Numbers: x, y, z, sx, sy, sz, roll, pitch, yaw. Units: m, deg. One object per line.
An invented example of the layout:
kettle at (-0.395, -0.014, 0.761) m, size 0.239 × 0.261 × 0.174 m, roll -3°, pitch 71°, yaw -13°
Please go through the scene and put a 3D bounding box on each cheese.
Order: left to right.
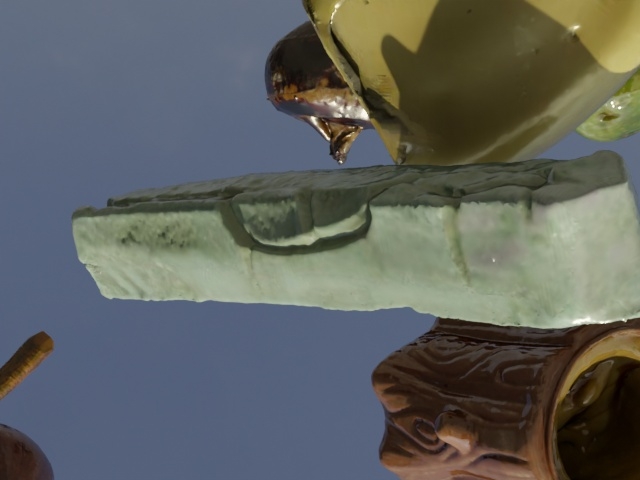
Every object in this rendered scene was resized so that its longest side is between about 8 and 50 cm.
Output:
cheese at (0.156, -0.203, 0.894) m, size 0.259 × 0.315 × 0.128 m, roll 52°, pitch -152°, yaw -15°

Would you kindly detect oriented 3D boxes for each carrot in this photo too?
carrot at (-0.464, 0.202, 1.565) m, size 0.042 × 0.042 × 0.171 m, roll 33°, pitch -118°, yaw 22°

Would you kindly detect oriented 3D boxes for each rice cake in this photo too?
rice cake at (0.000, 0.000, 0.508) m, size 0.336 × 0.066 × 0.063 m, roll -2°, pitch -157°, yaw 43°

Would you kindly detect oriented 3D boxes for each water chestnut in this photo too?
water chestnut at (0.028, -0.238, 1.639) m, size 0.223 × 0.238 × 0.223 m, roll 9°, pitch -178°, yaw 0°

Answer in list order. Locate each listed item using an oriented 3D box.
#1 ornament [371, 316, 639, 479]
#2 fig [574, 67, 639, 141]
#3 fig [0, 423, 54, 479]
ornament at (0.195, 0.145, 0.898) m, size 0.235 × 0.217 × 0.221 m, roll 35°, pitch -106°, yaw -19°
fig at (0.404, -0.236, 1.266) m, size 0.275 × 0.206 × 0.206 m, roll -14°, pitch -135°, yaw 11°
fig at (-0.375, 0.292, 1.204) m, size 0.175 × 0.207 × 0.175 m, roll 9°, pitch -107°, yaw -33°
